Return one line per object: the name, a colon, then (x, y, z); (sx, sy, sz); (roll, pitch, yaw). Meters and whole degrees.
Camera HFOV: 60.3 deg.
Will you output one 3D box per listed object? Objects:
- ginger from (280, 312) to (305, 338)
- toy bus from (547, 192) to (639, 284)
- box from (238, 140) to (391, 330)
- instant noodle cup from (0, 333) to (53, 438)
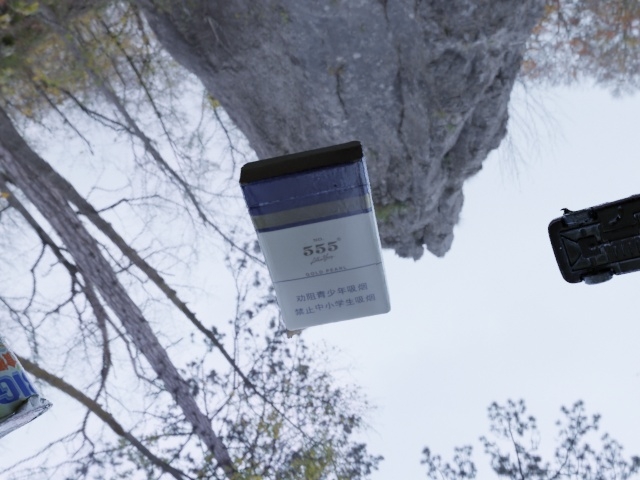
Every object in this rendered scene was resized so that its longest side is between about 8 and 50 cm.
ginger: (-0.027, 0.034, 1.128); (0.190, 0.353, 0.126); (16, -169, -8)
toy bus: (0.390, -0.015, 0.668); (0.199, 0.096, 0.108); (-18, 180, 32)
box: (0.000, 0.000, 0.774); (0.168, 0.259, 0.071); (-10, -149, 5)
instant noodle cup: (-0.560, 0.209, 0.755); (0.296, 0.296, 0.214); (-29, -96, -8)
